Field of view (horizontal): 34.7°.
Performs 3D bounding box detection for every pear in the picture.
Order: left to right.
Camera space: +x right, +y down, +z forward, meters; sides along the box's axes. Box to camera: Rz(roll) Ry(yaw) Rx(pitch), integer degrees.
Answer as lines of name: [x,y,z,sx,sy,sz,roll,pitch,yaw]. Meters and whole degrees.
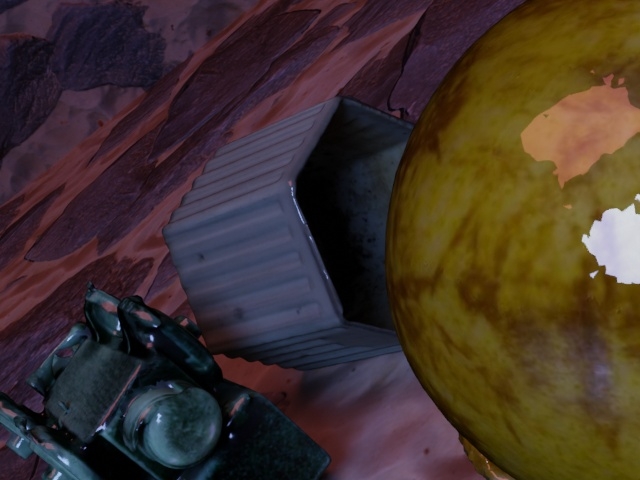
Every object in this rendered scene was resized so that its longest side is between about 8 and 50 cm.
pear: [0.173,0.003,0.461,0.280,0.281,0.281,-34,26,19]

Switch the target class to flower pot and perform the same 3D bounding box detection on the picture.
flower pot: [0.000,0.000,0.948,0.189,0.239,0.209,-19,65,44]

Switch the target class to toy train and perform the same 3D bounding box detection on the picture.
toy train: [-0.142,0.162,0.866,0.167,0.238,0.299,-51,24,-16]

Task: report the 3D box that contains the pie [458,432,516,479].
pie: [0.221,0.064,0.673,0.315,0.092,0.315,-28,30,18]
